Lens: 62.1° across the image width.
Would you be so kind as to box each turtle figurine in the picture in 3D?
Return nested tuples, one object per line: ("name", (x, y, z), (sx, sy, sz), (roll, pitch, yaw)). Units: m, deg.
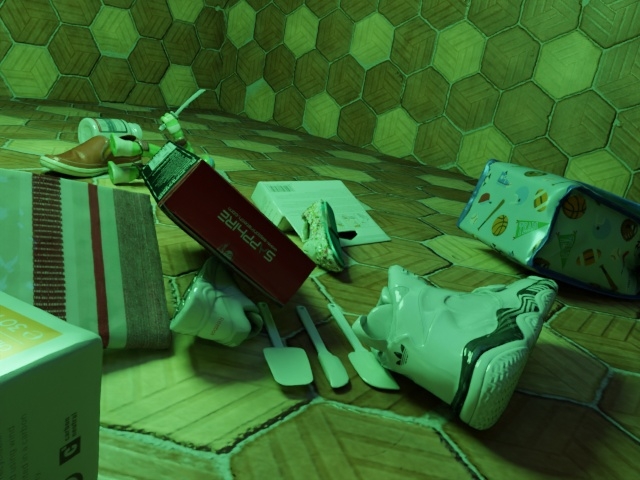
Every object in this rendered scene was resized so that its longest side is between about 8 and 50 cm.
("turtle figurine", (-0.437, -0.248, 1.448), (0.266, 0.274, 0.198), (-7, -11, -32))

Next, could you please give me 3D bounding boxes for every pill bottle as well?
("pill bottle", (-0.685, -0.345, 1.746), (0.108, 0.108, 0.180), (22, 20, 32))

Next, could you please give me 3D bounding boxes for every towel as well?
("towel", (-0.345, 0.020, 0.627), (0.329, 0.037, 0.237), (10, 52, -41))

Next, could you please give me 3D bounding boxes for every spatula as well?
("spatula", (-0.009, 0.139, 0.757), (0.168, 0.019, 0.242), (3, 19, -18))

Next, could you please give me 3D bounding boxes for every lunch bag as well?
("lunch bag", (0.588, -0.023, 1.255), (0.386, 0.238, 0.328), (21, 13, -19))

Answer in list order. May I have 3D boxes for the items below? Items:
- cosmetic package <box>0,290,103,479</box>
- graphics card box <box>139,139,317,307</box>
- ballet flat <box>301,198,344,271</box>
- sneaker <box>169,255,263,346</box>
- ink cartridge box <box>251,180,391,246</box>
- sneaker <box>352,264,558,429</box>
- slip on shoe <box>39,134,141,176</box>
("cosmetic package", (-0.369, 0.158, 0.268), (0.230, 0.161, 0.453), (17, 20, 22))
("graphics card box", (-0.170, -0.045, 0.876), (0.233, 0.094, 0.371), (43, -6, -25))
("ballet flat", (0.000, 0.000, 1.097), (0.077, 0.091, 0.241), (-27, 28, 11))
("sneaker", (-0.137, 0.096, 0.748), (0.115, 0.090, 0.232), (32, 8, -11))
("ink cartridge box", (0.005, -0.052, 1.298), (0.275, 0.060, 0.239), (-7, 49, -42))
("sneaker", (0.201, 0.105, 0.761), (0.210, 0.137, 0.366), (25, 26, 24))
("slip on shoe", (-0.624, -0.240, 1.467), (0.123, 0.101, 0.331), (19, 21, 20))
